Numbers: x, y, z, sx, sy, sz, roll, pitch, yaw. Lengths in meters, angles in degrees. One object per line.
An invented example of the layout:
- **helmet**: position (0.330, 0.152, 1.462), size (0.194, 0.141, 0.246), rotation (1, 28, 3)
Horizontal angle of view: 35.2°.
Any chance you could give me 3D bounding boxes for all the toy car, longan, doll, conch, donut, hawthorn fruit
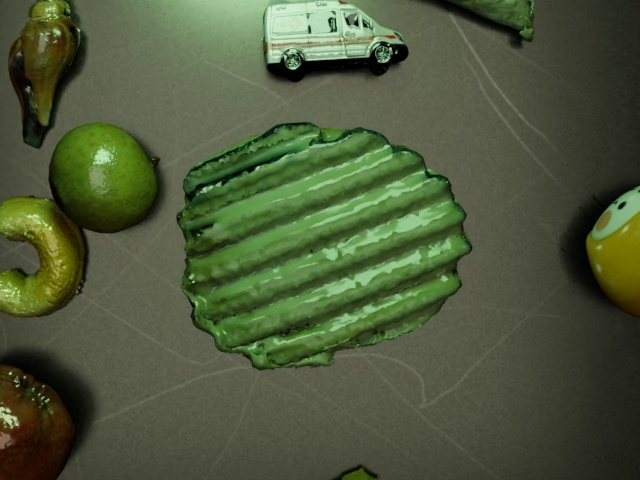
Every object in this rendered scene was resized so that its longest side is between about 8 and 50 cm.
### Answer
- **toy car**: position (0.020, -0.293, 1.448), size (0.210, 0.089, 0.108), rotation (-3, 87, 1)
- **longan**: position (-0.299, -0.091, 1.423), size (0.145, 0.176, 0.154), rotation (10, 119, 37)
- **doll**: position (0.495, 0.019, 1.405), size (0.213, 0.236, 0.213), rotation (-1, 98, -5)
- **conch**: position (-0.400, -0.255, 1.433), size (0.086, 0.080, 0.232), rotation (25, 92, 5)
- **donut**: position (-0.413, 0.030, 1.446), size (0.146, 0.078, 0.181), rotation (16, 93, 0)
- **hawthorn fruit**: position (-0.467, 0.298, 1.398), size (0.205, 0.205, 0.253), rotation (40, 100, -3)

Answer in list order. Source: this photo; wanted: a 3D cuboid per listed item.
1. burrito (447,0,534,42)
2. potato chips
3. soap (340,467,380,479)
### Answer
- **burrito**: position (0.177, -0.428, 1.446), size (0.348, 0.107, 0.175), rotation (21, 104, -1)
- **potato chips**: position (0.000, 0.000, 1.470), size (0.429, 0.070, 0.358), rotation (-20, 96, -1)
- **soap**: position (-0.092, 0.460, 1.420), size (0.304, 0.169, 0.338), rotation (22, 91, -18)
